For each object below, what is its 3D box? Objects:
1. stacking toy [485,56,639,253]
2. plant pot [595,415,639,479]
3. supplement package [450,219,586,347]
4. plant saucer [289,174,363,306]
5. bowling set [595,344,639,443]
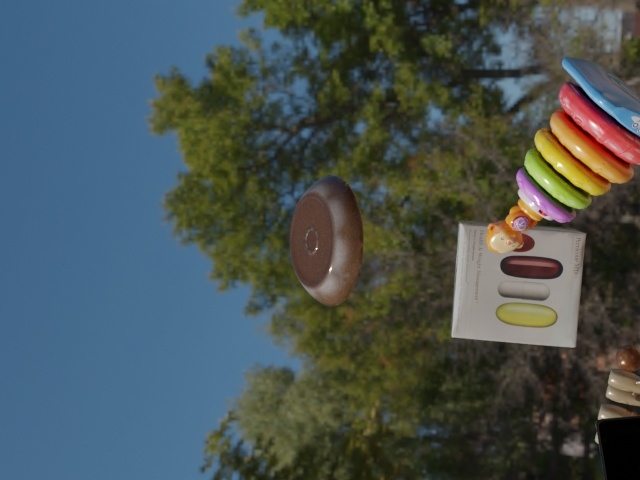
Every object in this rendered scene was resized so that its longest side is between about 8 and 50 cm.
[{"bbox_3d":[0.341,-0.092,1.414,0.175,0.302,0.165,29,-156,-25],"label":"stacking toy"},{"bbox_3d":[0.517,0.378,1.452,0.187,0.188,0.167,-79,-23,-54],"label":"plant pot"},{"bbox_3d":[0.329,0.069,1.674,0.149,0.203,0.194,-24,-62,-82],"label":"supplement package"},{"bbox_3d":[0.000,0.000,1.485,0.036,0.199,0.198,1,-87,-29],"label":"plant saucer"},{"bbox_3d":[0.628,0.304,1.903,0.287,0.154,0.199,53,-126,-67],"label":"bowling set"}]
